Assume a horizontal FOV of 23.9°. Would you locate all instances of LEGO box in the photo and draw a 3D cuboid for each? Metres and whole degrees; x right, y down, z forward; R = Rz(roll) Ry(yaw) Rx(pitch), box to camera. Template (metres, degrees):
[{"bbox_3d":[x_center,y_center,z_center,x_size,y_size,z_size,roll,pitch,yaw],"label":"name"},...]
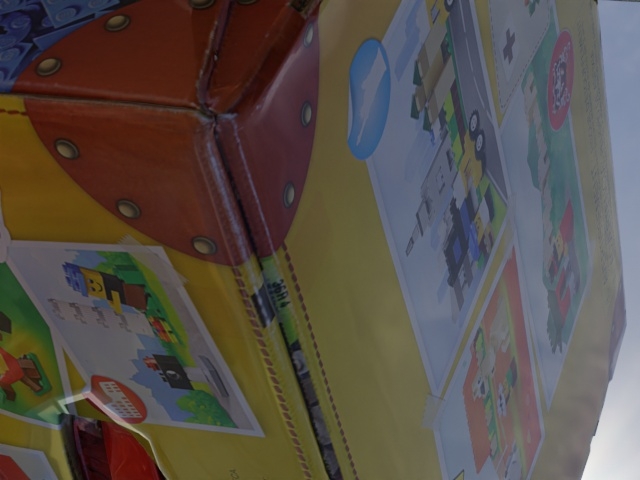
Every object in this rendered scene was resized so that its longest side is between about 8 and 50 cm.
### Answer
[{"bbox_3d":[0.000,0.000,0.727,0.500,0.193,0.372,74,32,-43],"label":"LEGO box"}]
